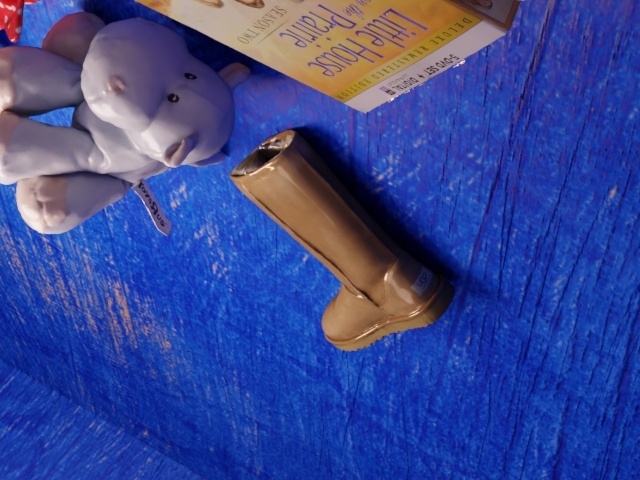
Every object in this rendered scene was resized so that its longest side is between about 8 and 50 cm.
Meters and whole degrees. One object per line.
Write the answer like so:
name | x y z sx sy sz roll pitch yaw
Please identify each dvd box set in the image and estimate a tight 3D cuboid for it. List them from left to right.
dvd box set | -0.087 -0.237 1.307 0.420 0.062 0.307 25 166 -15

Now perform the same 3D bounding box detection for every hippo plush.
hippo plush | -0.208 -0.112 1.842 0.294 0.234 0.236 45 155 -23

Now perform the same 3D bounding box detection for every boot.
boot | 0.000 0.000 1.985 0.269 0.089 0.236 42 145 -18

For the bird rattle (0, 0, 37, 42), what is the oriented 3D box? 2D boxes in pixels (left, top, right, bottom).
bird rattle | -0.384 -0.339 1.840 0.207 0.143 0.253 34 173 32
